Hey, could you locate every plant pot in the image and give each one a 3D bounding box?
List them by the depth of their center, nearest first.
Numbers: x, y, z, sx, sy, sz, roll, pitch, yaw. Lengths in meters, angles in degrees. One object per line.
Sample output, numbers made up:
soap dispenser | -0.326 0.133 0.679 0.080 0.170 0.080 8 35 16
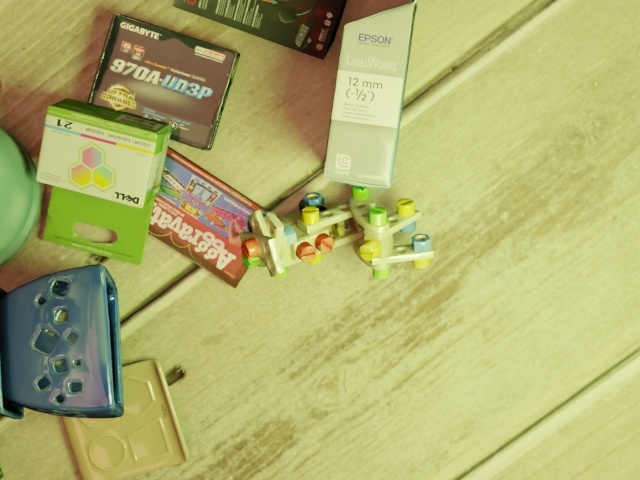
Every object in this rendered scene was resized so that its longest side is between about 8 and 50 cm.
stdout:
plant pot | -0.620 -0.093 1.817 0.293 0.196 0.293 0 76 -1
plant pot | -0.437 0.177 1.831 0.212 0.236 0.235 -5 79 -5

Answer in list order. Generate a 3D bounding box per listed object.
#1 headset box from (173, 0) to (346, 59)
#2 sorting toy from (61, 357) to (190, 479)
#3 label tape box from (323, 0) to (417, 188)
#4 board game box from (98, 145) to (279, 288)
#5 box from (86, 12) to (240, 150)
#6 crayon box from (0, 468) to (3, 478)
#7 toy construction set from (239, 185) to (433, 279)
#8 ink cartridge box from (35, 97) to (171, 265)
headset box | -0.092 -0.448 1.805 0.293 0.110 0.218 21 120 1
sorting toy | -0.348 0.320 1.979 0.208 0.038 0.193 -16 95 9
label tape box | 0.082 -0.266 1.779 0.115 0.249 0.347 6 97 2
board game box | -0.225 -0.053 1.932 0.281 0.027 0.145 32 98 -1
box | -0.264 -0.266 1.897 0.220 0.051 0.175 19 98 1
crayon box | -0.674 0.313 1.828 0.106 0.363 0.313 -20 95 5
toy construction set | 0.000 0.000 1.814 0.328 0.215 0.151 -6 116 -33
ink cartridge box | -0.369 -0.086 1.870 0.189 0.097 0.255 14 106 3
